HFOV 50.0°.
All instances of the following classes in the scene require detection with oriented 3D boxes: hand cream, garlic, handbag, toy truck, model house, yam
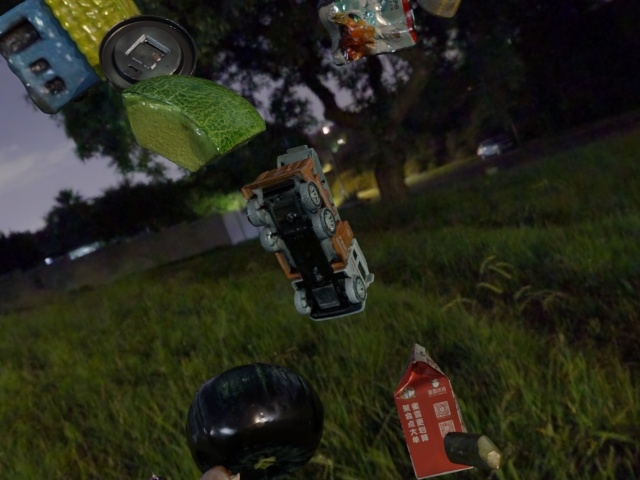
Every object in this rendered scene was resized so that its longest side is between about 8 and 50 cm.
[{"bbox_3d":[0.252,-0.504,1.234,0.084,0.084,0.203,-27,-23,-43],"label":"hand cream"},{"bbox_3d":[-0.165,0.502,1.280,0.129,0.198,0.090,9,39,37],"label":"garlic"},{"bbox_3d":[0.262,0.406,1.672,0.151,0.298,0.171,-17,0,10],"label":"handbag"},{"bbox_3d":[0.000,0.000,1.293,0.133,0.338,0.184,-15,25,25],"label":"toy truck"},{"bbox_3d":[-0.515,-0.456,1.506,0.303,0.237,0.215,-26,22,17],"label":"model house"},{"bbox_3d":[0.301,0.411,1.350,0.070,0.069,0.146,-25,3,-33],"label":"yam"}]

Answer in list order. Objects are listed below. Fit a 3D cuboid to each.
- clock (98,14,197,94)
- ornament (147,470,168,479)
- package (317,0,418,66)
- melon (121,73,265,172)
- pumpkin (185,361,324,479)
[{"bbox_3d":[-0.329,-0.348,1.319,0.185,0.184,0.040,-23,-16,-16],"label":"clock"},{"bbox_3d":[-0.361,0.538,1.463,0.088,0.081,0.203,4,4,-2],"label":"ornament"},{"bbox_3d":[0.111,-0.521,1.658,0.232,0.166,0.040,-7,16,22],"label":"package"},{"bbox_3d":[-0.192,-0.220,1.225,0.124,0.196,0.323,-59,-8,25],"label":"melon"},{"bbox_3d":[-0.145,0.396,1.512,0.315,0.315,0.238,-23,44,-10],"label":"pumpkin"}]
